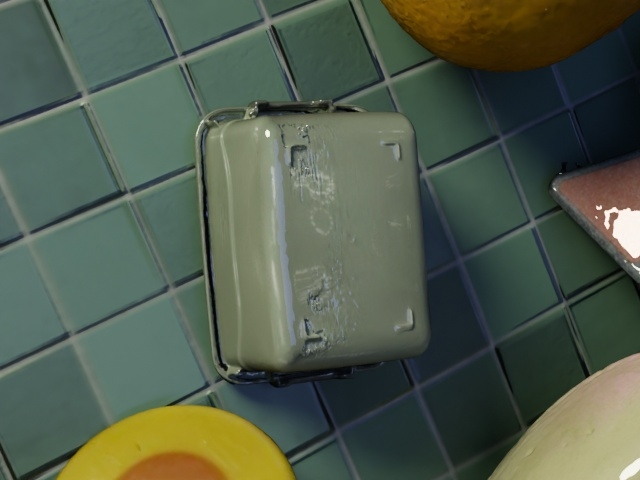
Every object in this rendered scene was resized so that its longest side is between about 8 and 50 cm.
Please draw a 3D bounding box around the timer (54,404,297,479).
[{"bbox_3d":[-0.089,0.285,0.475,0.376,0.376,0.387,-38,59,-19],"label":"timer"}]

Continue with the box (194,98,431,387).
[{"bbox_3d":[0.000,0.000,0.622,0.124,0.093,0.172,-6,91,-23],"label":"box"}]

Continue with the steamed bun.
[{"bbox_3d":[0.179,0.180,0.666,0.170,0.152,0.238,39,99,-22],"label":"steamed bun"}]

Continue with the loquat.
[{"bbox_3d":[0.118,-0.202,0.617,0.208,0.208,0.208,1,88,-22],"label":"loquat"}]

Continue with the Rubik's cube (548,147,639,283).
[{"bbox_3d":[0.327,0.015,0.683,0.228,0.229,0.233,-27,102,-17],"label":"Rubik's cube"}]
